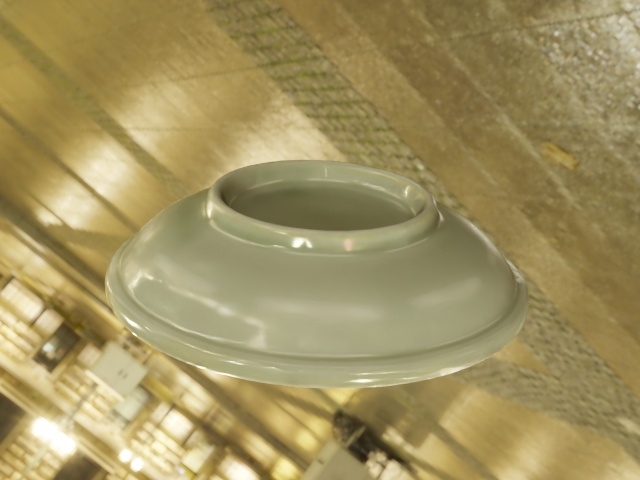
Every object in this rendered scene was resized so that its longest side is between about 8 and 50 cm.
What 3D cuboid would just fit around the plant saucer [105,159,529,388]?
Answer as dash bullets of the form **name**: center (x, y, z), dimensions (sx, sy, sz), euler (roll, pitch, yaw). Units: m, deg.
- **plant saucer**: center (0.000, 0.000, 0.939), dimensions (0.400, 0.400, 0.100), euler (25, 120, 43)
